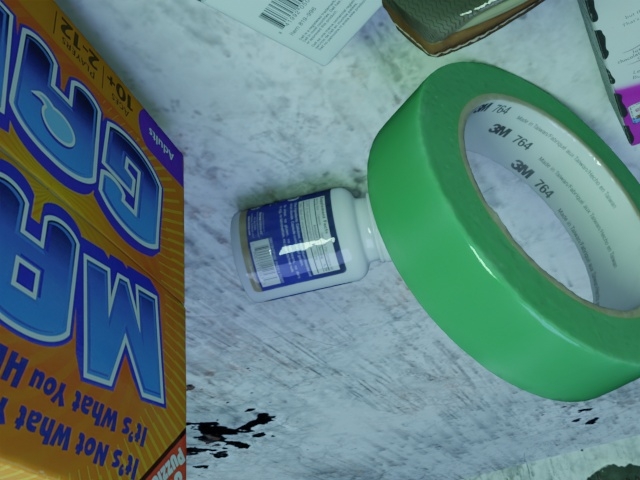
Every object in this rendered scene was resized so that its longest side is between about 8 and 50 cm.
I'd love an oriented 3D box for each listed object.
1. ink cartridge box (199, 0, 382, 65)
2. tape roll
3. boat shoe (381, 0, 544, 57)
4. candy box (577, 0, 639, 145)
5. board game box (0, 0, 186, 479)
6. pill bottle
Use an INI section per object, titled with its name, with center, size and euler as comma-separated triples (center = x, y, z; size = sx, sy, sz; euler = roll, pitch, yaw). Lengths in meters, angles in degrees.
[ink cartridge box]
center = -0.037, -0.235, 0.472
size = 0.208, 0.087, 0.153
euler = 19, 138, -36
[tape roll]
center = 0.195, -0.018, 0.629
size = 0.321, 0.321, 0.077
euler = 15, 140, -30
[boat shoe]
center = 0.185, -0.231, 0.436
size = 0.324, 0.123, 0.120
euler = -40, 153, 6
[candy box]
center = 0.322, -0.202, 0.610
size = 0.159, 0.071, 0.233
euler = -23, 143, 20
[board game box]
center = -0.338, 0.019, 0.483
size = 0.356, 0.357, 0.356
euler = -18, 144, 13
[pill bottle]
center = 0.000, 0.000, 0.800
size = 0.186, 0.112, 0.112
euler = -13, 145, 7
